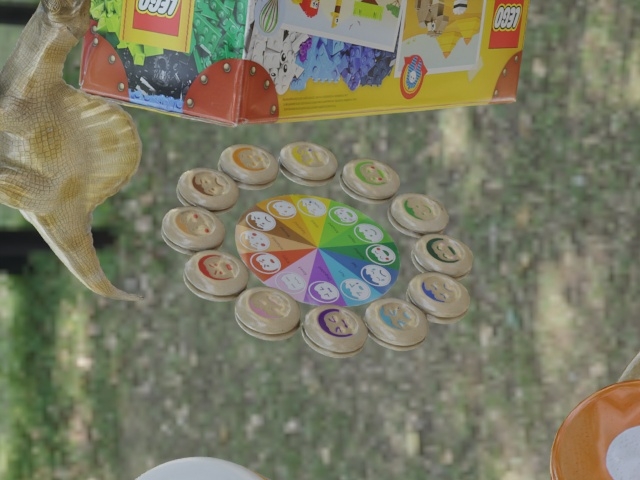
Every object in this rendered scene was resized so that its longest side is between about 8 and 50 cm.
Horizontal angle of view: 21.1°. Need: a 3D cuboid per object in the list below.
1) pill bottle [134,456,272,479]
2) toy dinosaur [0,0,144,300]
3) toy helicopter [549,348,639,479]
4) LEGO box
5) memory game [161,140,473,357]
[{"bbox_3d":[-0.036,0.249,1.197,0.152,0.272,0.152,-8,69,20],"label":"pill bottle"},{"bbox_3d":[-0.114,-0.026,0.667,0.053,0.093,0.183,-97,3,-50],"label":"toy dinosaur"},{"bbox_3d":[0.285,0.139,0.738,0.355,0.235,0.140,35,158,32],"label":"toy helicopter"},{"bbox_3d":[0.014,-0.316,1.646,0.193,0.500,0.372,14,104,33],"label":"LEGO box"},{"bbox_3d":[0.000,0.000,0.993,0.186,0.186,0.012,-119,33,-41],"label":"memory game"}]
